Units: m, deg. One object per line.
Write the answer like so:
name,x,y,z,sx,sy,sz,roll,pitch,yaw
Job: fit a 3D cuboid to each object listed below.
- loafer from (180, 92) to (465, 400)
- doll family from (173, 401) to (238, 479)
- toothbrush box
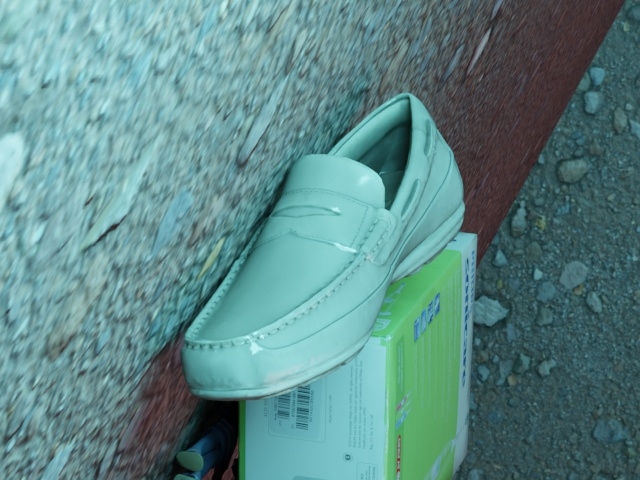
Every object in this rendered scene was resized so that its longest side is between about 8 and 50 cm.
loafer,0.000,0.000,1.167,0.319,0.112,0.111,-47,129,-55
doll family,-0.084,0.210,1.429,0.111,0.076,0.193,-38,153,-58
toothbrush box,0.035,0.122,1.432,0.283,0.122,0.206,-40,134,-65
